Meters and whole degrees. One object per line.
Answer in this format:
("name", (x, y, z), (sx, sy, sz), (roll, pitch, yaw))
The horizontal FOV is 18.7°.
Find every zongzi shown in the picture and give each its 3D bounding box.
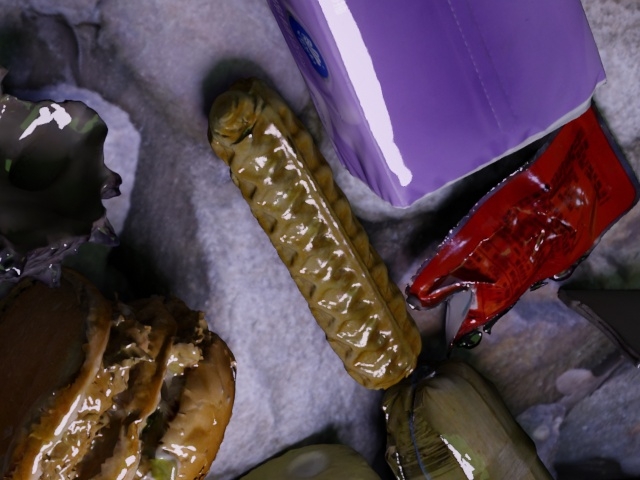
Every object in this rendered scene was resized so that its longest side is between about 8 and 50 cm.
("zongzi", (0.110, 0.254, 1.974), (0.125, 0.274, 0.251), (-36, 95, -42))

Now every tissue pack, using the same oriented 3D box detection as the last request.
("tissue pack", (0.085, -0.223, 1.685), (0.242, 0.160, 0.338), (-32, 123, -9))

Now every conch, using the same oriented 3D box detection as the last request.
("conch", (-0.304, -0.072, 1.573), (0.313, 0.186, 0.240), (21, 94, -13))

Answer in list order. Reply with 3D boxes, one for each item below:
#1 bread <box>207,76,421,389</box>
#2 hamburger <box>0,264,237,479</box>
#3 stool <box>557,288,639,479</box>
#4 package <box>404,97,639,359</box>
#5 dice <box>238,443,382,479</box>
("bread", (-0.001, 0.001, 1.804), (0.077, 0.084, 0.367), (-13, 127, 25))
("hamburger", (-0.192, 0.142, 1.692), (0.211, 0.260, 0.245), (32, 140, -24))
("stool", (0.369, 0.192, 2.026), (0.270, 0.170, 0.243), (2, 112, -27))
("package", (0.201, -0.002, 1.906), (0.269, 0.071, 0.194), (-39, 147, -4))
("dice", (0.001, 0.316, 1.902), (0.169, 0.166, 0.169), (-30, 124, -10))
